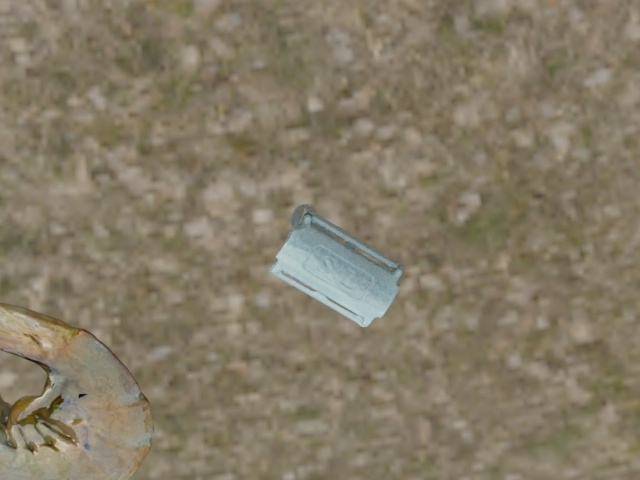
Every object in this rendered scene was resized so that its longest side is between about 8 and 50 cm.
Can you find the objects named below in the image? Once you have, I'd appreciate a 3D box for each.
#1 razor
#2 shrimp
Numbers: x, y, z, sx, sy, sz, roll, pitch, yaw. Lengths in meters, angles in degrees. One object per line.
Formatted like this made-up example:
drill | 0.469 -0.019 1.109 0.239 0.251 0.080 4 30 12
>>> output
razor | 0.000 0.000 1.000 0.068 0.135 0.040 32 98 -15
shrimp | -0.137 0.055 0.692 0.162 0.045 0.095 33 139 -24
